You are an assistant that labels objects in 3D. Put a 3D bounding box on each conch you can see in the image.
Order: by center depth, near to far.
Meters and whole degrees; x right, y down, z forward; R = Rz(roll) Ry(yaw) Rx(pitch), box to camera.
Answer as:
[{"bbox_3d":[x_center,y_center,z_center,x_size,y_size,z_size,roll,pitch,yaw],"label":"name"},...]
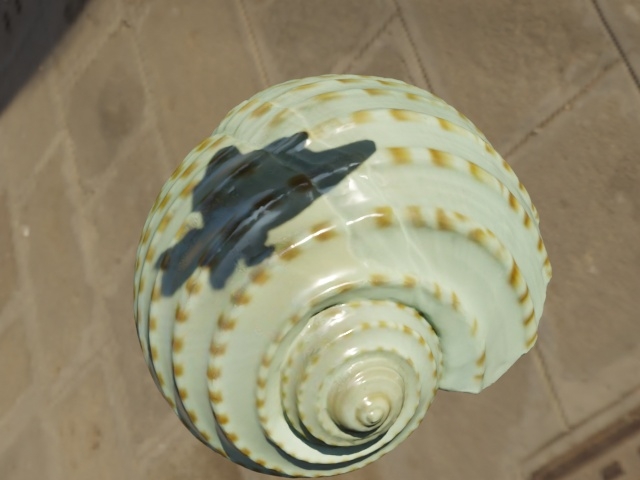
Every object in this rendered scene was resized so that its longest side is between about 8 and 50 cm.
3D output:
[{"bbox_3d":[-0.003,-0.005,0.822,0.303,0.215,0.319,-32,60,1],"label":"conch"}]
